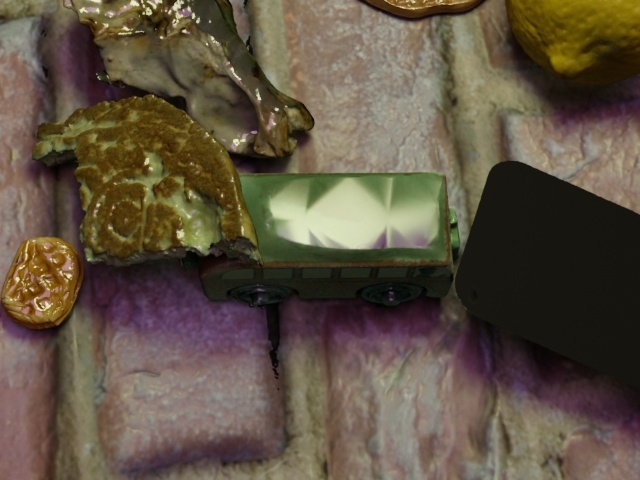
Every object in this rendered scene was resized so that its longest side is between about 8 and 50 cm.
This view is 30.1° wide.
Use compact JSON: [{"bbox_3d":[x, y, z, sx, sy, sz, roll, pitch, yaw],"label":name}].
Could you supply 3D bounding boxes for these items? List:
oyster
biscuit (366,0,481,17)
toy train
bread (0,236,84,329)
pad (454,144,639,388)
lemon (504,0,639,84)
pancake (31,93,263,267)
[{"bbox_3d":[-0.159,-0.216,1.423,0.337,0.133,0.198,48,47,-2],"label":"oyster"},{"bbox_3d":[0.139,-0.357,1.550,0.221,0.029,0.141,-11,72,-7],"label":"biscuit"},{"bbox_3d":[0.000,0.000,1.347,0.327,0.159,0.129,0,68,-2],"label":"toy train"},{"bbox_3d":[-0.317,0.049,1.371,0.083,0.044,0.110,16,72,-1],"label":"bread"},{"bbox_3d":[0.348,0.046,1.412,0.375,0.063,0.315,25,54,-1],"label":"pad"},{"bbox_3d":[0.338,-0.305,1.441,0.229,0.228,0.253,6,77,-1],"label":"lemon"},{"bbox_3d":[-0.197,-0.054,1.328,0.376,0.054,0.197,35,88,37],"label":"pancake"}]
